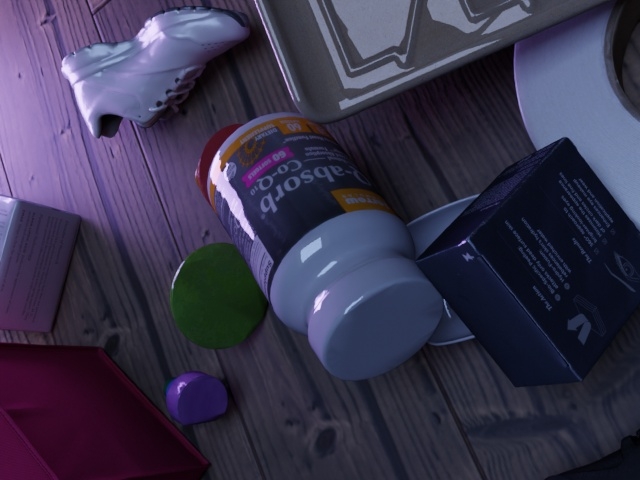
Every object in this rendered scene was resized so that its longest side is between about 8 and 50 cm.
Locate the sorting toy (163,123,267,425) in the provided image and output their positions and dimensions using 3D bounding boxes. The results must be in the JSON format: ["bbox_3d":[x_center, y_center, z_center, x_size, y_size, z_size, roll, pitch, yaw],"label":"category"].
[{"bbox_3d":[-0.145,0.040,0.989,0.126,0.127,0.366,4,83,56],"label":"sorting toy"}]

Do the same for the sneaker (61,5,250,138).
[{"bbox_3d":[-0.213,-0.228,1.072,0.297,0.111,0.130,-16,89,30],"label":"sneaker"}]

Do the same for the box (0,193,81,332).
[{"bbox_3d":[-0.468,0.024,1.143,0.180,0.119,0.182,12,87,30],"label":"box"}]

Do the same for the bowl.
[{"bbox_3d":[0.159,0.032,0.834,0.141,0.053,0.142,-22,72,24],"label":"bowl"}]

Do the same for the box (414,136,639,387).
[{"bbox_3d":[0.199,0.021,0.716,0.156,0.158,0.093,51,153,-6],"label":"box"}]

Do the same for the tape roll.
[{"bbox_3d":[0.379,-0.181,0.741,0.391,0.072,0.393,-5,80,28],"label":"tape roll"}]

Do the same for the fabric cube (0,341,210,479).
[{"bbox_3d":[-0.346,0.297,0.950,0.259,0.254,0.258,37,100,29],"label":"fabric cube"}]

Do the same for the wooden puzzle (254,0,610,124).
[{"bbox_3d":[0.092,-0.318,0.793,0.347,0.080,0.322,-22,83,6],"label":"wooden puzzle"}]

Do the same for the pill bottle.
[{"bbox_3d":[0.000,0.000,0.827,0.162,0.162,0.278,-48,48,13],"label":"pill bottle"}]

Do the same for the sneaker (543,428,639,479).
[{"bbox_3d":[0.344,0.189,0.688,0.340,0.125,0.140,-22,44,27],"label":"sneaker"}]
